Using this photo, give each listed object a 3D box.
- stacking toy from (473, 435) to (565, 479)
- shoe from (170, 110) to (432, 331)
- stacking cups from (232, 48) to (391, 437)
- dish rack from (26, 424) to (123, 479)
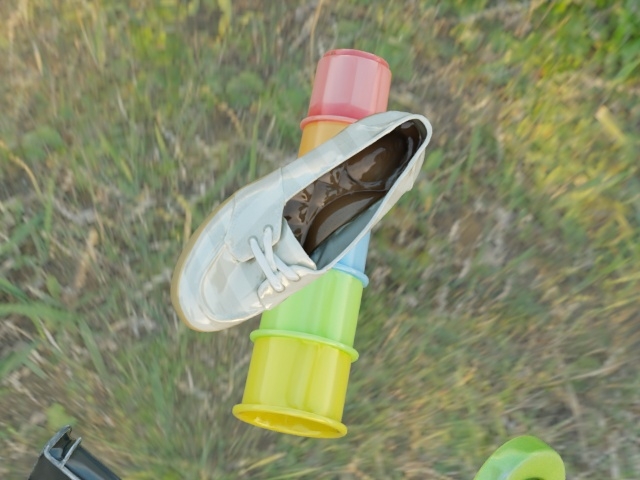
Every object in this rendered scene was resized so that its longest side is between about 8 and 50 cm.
[{"bbox_3d":[0.204,0.361,1.725,0.130,0.279,0.309,27,62,38],"label":"stacking toy"},{"bbox_3d":[-0.010,-0.018,1.193,0.219,0.058,0.076,-40,104,-17],"label":"shoe"},{"bbox_3d":[0.000,0.000,1.462,0.096,0.096,0.316,10,73,-2],"label":"stacking cups"},{"bbox_3d":[-0.206,0.254,1.007,0.074,0.271,0.208,32,125,3],"label":"dish rack"}]
